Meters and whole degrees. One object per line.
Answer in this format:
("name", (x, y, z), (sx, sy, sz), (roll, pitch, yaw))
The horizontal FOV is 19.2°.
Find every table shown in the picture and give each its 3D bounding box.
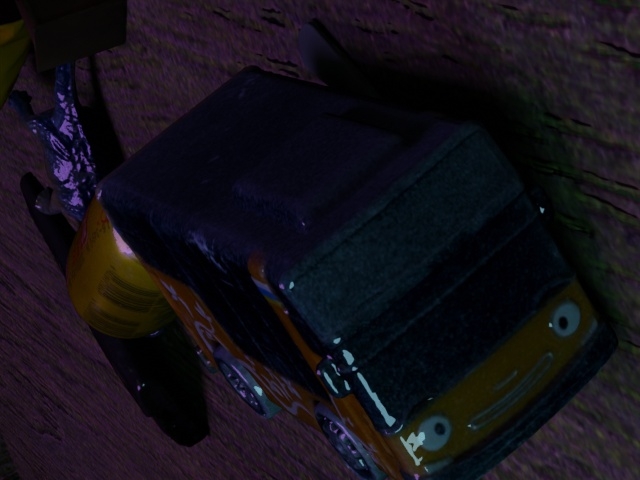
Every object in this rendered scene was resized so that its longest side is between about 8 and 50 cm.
("table", (-0.227, -0.211, 1.671), (0.082, 0.083, 0.070), (62, 164, 22))

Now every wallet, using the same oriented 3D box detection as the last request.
("wallet", (-0.233, 0.077, 2.042), (0.321, 0.044, 0.170), (54, 178, 32))

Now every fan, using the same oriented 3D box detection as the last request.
("fan", (0.035, -0.085, 1.216), (0.193, 0.016, 0.038), (48, 153, 43))

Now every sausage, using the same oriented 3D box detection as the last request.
("sausage", (-0.159, 0.010, 1.695), (0.123, 0.123, 0.347), (63, 161, 7))

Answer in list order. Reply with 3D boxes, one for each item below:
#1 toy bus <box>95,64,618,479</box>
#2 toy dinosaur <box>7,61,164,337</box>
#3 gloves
("toy bus", (0.010, 0.015, 1.138), (0.194, 0.162, 0.323), (57, 164, -23))
("toy dinosaur", (-0.242, -0.072, 1.894), (0.147, 0.076, 0.363), (30, 138, 55))
("gloves", (-0.335, -0.203, 1.910), (0.116, 0.133, 0.294), (25, 157, -1))
